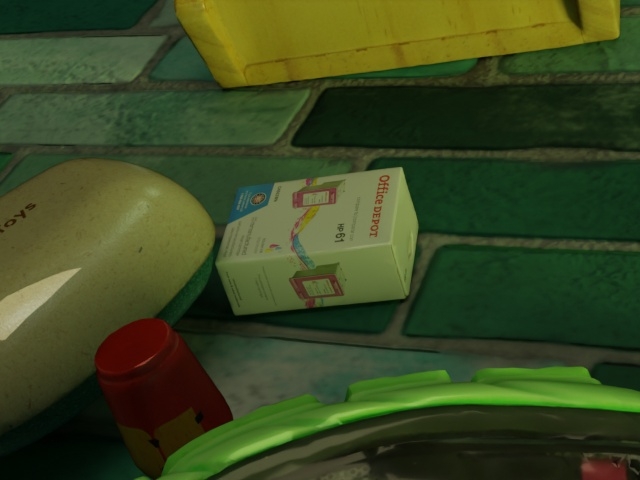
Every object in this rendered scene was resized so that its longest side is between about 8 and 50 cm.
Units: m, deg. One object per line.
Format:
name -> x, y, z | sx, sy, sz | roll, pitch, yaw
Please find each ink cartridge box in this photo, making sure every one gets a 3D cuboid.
ink cartridge box -> 0.000, 0.000, 0.841 | 0.122, 0.052, 0.088 | -6, 38, 14

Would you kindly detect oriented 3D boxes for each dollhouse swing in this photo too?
dollhouse swing -> 0.053, -0.313, 1.016 | 0.347, 0.305, 0.315 | -5, 38, 18

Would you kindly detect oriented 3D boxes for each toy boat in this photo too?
toy boat -> -0.145, 0.078, 0.742 | 0.267, 0.148, 0.318 | -38, 35, -22

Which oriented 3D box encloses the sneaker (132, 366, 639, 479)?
sneaker -> 0.098, 0.151, 0.376 | 0.483, 0.185, 0.202 | -14, 33, 4
